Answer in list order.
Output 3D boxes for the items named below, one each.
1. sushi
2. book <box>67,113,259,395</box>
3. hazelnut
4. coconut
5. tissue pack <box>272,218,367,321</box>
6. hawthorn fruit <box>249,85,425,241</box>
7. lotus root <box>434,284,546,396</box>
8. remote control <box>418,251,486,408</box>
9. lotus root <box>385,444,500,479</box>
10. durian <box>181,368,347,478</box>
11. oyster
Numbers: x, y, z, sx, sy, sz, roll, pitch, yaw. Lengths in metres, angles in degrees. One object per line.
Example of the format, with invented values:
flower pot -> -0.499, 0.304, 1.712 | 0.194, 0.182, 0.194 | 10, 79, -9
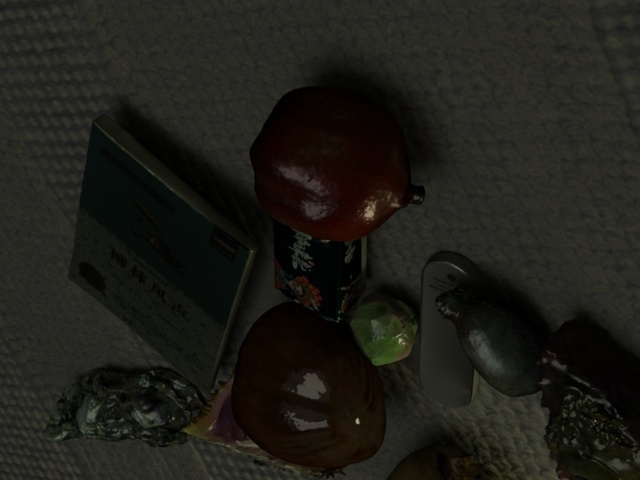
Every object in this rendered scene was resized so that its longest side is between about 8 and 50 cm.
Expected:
sushi -> 0.330, 0.202, 1.975 | 0.161, 0.107, 0.241 | 13, 134, 28
book -> -0.209, 0.026, 2.293 | 0.264, 0.031, 0.379 | 39, 148, 13
hazelnut -> -0.019, 0.185, 2.184 | 0.186, 0.210, 0.210 | -10, 124, 13
coconut -> 0.076, 0.102, 2.119 | 0.082, 0.081, 0.083 | 46, -155, -77
tissue pack -> 0.000, -0.001, 2.073 | 0.103, 0.090, 0.170 | 26, 139, 24
hawthorn fruit -> 0.023, -0.082, 1.920 | 0.188, 0.169, 0.169 | 12, 136, 12
lotus root -> 0.199, 0.110, 2.009 | 0.165, 0.088, 0.088 | 47, 143, -12
remote control -> 0.153, 0.109, 2.104 | 0.077, 0.022, 0.245 | 21, 138, 22
lotus root -> 0.140, 0.362, 2.267 | 0.160, 0.146, 0.284 | 50, 140, 23
durian -> -0.062, 0.244, 2.340 | 0.182, 0.132, 0.165 | -10, 132, 33
oyster -> -0.277, 0.240, 2.584 | 0.252, 0.087, 0.199 | 17, 138, 11
